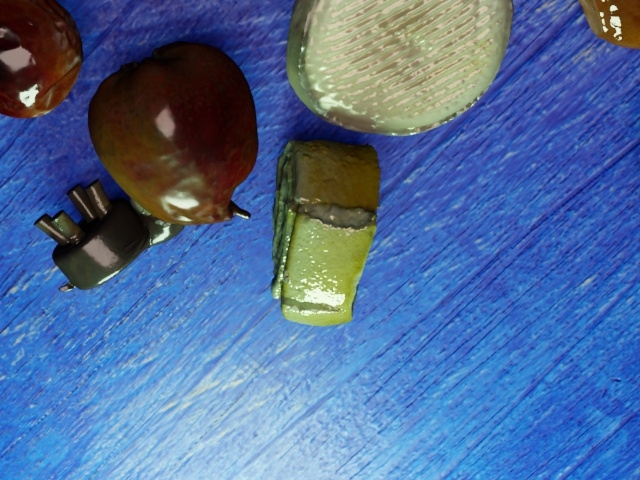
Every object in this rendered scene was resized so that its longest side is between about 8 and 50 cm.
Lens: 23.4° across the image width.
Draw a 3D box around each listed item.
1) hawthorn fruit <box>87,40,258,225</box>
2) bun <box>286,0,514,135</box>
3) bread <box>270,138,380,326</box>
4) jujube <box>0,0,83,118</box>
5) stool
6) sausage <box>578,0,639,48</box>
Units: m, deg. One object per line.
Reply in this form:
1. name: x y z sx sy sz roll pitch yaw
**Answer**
1. hawthorn fruit: -0.162 -0.120 1.911 0.208 0.208 0.248 -30 103 11
2. bun: 0.092 -0.267 1.887 0.287 0.146 0.287 -5 123 -7
3. bread: 0.000 0.000 1.968 0.124 0.186 0.257 5 119 -6
4. jujube: -0.402 -0.256 1.890 0.236 0.168 0.168 38 107 5
5. stool: -0.267 -0.022 1.994 0.217 0.125 0.121 -34 106 2
6. sausage: 0.356 -0.351 1.864 0.133 0.133 0.258 -23 110 9
